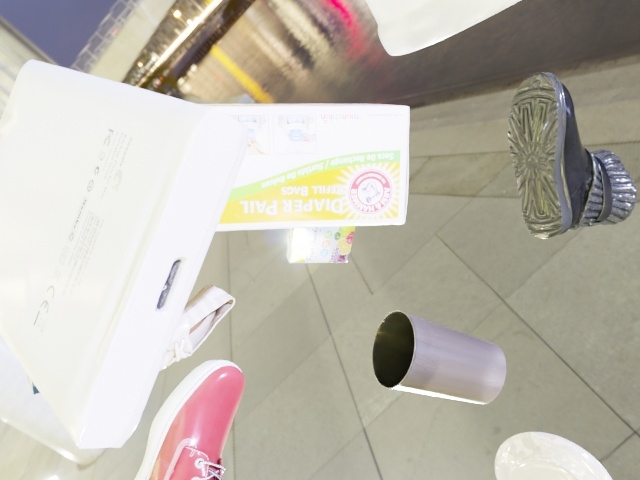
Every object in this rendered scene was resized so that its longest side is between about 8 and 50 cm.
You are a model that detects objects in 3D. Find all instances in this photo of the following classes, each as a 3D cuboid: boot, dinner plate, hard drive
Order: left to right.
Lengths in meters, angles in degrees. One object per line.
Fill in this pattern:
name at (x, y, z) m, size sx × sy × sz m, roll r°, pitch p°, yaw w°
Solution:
hard drive at (-0.189, -0.021, 0.421) m, size 0.307 × 0.040 × 0.203 m, roll 24°, pitch 93°, yaw 43°
boot at (-0.105, 0.250, 0.552) m, size 0.176 × 0.088 × 0.244 m, roll 12°, pitch 70°, yaw 42°
dinner plate at (0.269, 0.289, 0.656) m, size 0.141 × 0.141 × 0.017 m, roll -27°, pitch -1°, yaw 44°
boot at (0.538, -0.184, 1.199) m, size 0.260 × 0.348 × 0.131 m, roll -14°, pitch 13°, yaw -26°

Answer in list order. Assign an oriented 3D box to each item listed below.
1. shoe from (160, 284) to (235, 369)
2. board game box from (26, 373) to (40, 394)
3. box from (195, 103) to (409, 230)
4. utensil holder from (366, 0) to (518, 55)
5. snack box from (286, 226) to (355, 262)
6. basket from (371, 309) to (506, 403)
shoe at (-0.231, 0.156, 0.993) m, size 0.219 × 0.058 × 0.077 m, roll -49°, pitch -26°, yaw -44°
board game box at (-0.418, 0.103, 0.810) m, size 0.136 × 0.035 × 0.201 m, roll 47°, pitch 136°, yaw 37°
box at (-0.030, -0.072, 0.519) m, size 0.114 × 0.203 × 0.103 m, roll -125°, pitch 34°, yaw -72°
utensil holder at (0.130, -0.459, 0.611) m, size 0.327 × 0.386 × 0.328 m, roll -28°, pitch 20°, yaw 11°
snack box at (0.000, 0.000, 1.266) m, size 0.037 × 0.141 × 0.100 m, roll -119°, pitch 34°, yaw -57°
basket at (0.245, 0.246, 1.150) m, size 0.204 × 0.226 × 0.154 m, roll -164°, pitch 91°, yaw -76°
